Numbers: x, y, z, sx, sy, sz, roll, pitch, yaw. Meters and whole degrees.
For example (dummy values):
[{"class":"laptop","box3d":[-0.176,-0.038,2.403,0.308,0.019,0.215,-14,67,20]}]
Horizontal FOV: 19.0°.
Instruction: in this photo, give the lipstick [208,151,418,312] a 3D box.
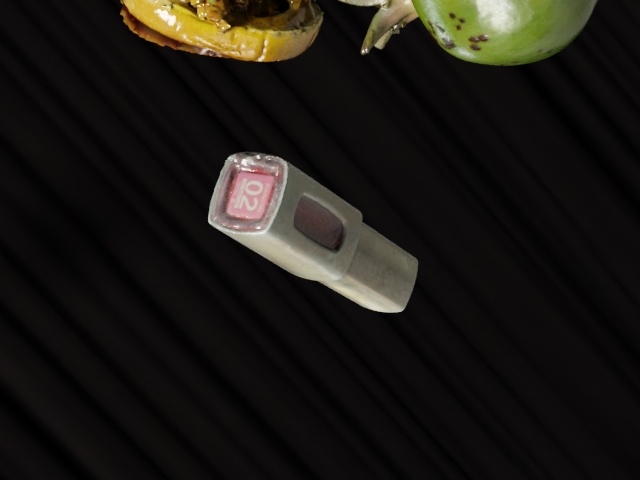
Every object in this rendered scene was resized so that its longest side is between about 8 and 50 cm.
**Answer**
[{"class":"lipstick","box3d":[0.000,0.000,1.778,0.077,0.253,0.079,9,75,35]}]

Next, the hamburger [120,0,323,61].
[{"class":"hamburger","box3d":[-0.071,-0.230,1.616,0.182,0.191,0.118,54,132,49]}]

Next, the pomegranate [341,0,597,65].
[{"class":"pomegranate","box3d":[0.122,-0.225,1.591,0.224,0.182,0.181,-10,27,29]}]
